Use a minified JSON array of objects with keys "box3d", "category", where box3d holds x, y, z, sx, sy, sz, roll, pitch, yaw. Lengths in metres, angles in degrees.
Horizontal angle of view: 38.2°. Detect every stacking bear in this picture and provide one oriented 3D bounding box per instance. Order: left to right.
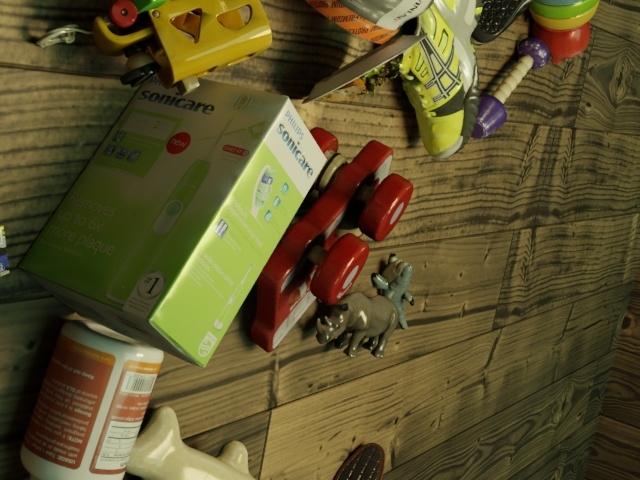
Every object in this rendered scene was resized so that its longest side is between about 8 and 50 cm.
[{"box3d":[0.478,-0.484,1.835,0.175,0.164,0.289,-56,149,-24],"category":"stacking bear"}]

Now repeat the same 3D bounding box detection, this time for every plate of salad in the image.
[{"box3d":[0.065,-0.232,1.288,0.200,0.200,0.048,-40,104,-41],"category":"plate of salad"}]

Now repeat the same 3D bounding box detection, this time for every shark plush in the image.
[{"box3d":[0.139,0.103,1.670,0.073,0.067,0.161,-33,131,-46],"category":"shark plush"}]

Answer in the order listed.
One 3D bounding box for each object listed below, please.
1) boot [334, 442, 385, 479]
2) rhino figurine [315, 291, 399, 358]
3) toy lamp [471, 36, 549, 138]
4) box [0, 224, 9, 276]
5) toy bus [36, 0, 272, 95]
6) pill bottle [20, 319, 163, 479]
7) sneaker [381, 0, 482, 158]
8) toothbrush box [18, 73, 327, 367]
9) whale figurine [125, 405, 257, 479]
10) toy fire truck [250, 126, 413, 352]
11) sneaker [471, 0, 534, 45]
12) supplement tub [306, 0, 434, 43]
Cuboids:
[{"box3d":[0.055,0.491,1.749,0.219,0.082,0.106,-58,167,-29],"category":"boot"},{"box3d":[0.056,0.138,1.558,0.243,0.073,0.106,12,98,-57],"category":"rhino figurine"},{"box3d":[0.365,-0.296,1.815,0.274,0.080,0.080,-48,141,-32],"category":"toy lamp"},{"box3d":[-0.377,0.028,0.853,0.169,0.059,0.054,-28,128,-48],"category":"box"},{"box3d":[-0.151,-0.206,0.960,0.191,0.202,0.104,-33,101,-60],"category":"toy bus"},{"box3d":[-0.268,0.208,1.051,0.121,0.121,0.216,21,87,-58],"category":"pill bottle"},{"box3d":[0.167,-0.297,1.496,0.147,0.145,0.384,-21,130,-15],"category":"sneaker"},{"box3d":[-0.158,-0.033,1.022,0.283,0.206,0.122,-59,145,-19],"category":"toothbrush box"},{"box3d":[-0.188,0.353,1.264,0.216,0.141,0.272,-48,116,-34],"category":"whale figurine"},{"box3d":[0.000,0.000,1.353,0.302,0.169,0.254,-51,166,-29],"category":"toy fire truck"},{"box3d":[0.340,-0.443,1.680,0.235,0.084,0.097,-44,178,-5],"category":"sneaker"},{"box3d":[0.109,-0.424,1.179,0.193,0.193,0.316,-9,138,-55],"category":"supplement tub"}]
